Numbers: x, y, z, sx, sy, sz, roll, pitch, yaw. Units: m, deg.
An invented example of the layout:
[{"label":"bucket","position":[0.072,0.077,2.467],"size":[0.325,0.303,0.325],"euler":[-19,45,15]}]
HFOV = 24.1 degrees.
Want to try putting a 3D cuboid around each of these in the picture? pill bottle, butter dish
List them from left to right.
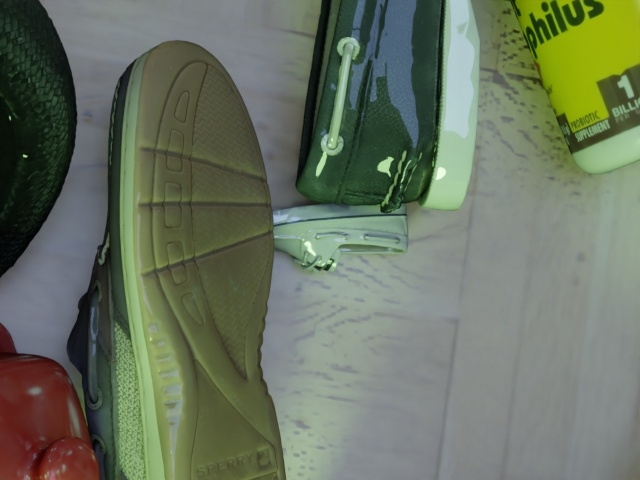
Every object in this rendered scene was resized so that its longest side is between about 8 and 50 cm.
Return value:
[{"label":"butter dish","position":[-0.152,0.112,0.686],"size":[0.118,0.160,0.160],"euler":[-13,87,32]},{"label":"pill bottle","position":[0.156,-0.152,0.805],"size":[0.117,0.117,0.215],"euler":[-21,88,-12]}]

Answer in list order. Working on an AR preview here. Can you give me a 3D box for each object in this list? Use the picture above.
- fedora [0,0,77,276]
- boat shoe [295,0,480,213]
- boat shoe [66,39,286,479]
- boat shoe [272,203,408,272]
[{"label":"fedora","position":[-0.285,-0.060,0.673],"size":[0.334,0.334,0.152],"euler":[-18,54,-12]},{"label":"boat shoe","position":[0.032,-0.166,0.785],"size":[0.091,0.114,0.302],"euler":[2,77,-7]},{"label":"boat shoe","position":[-0.080,0.046,0.748],"size":[0.103,0.092,0.285],"euler":[-5,88,-52]},{"label":"boat shoe","position":[0.000,0.000,0.802],"size":[0.100,0.035,0.035],"euler":[-5,82,-18]}]
